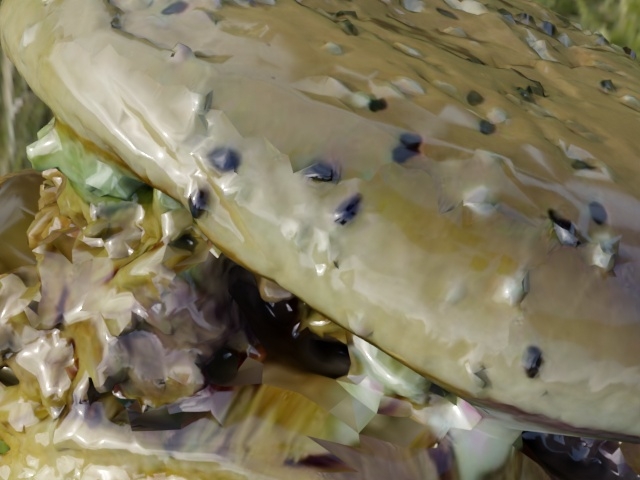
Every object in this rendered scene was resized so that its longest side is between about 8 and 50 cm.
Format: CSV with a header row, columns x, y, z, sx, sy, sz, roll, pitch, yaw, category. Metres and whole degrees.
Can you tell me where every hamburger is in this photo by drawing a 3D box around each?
x,y,z,sx,sy,sz,roll,pitch,yaw,category
0.000,0.000,0.678,0.276,0.195,0.318,15,21,-24,hamburger
